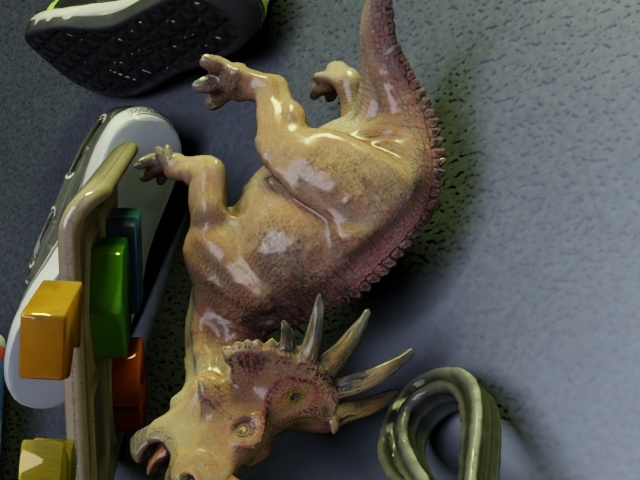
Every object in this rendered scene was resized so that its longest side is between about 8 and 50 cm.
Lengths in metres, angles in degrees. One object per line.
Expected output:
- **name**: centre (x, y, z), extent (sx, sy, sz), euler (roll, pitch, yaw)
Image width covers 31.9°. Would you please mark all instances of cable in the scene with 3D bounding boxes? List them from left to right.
- **cable**: centre (0.051, 0.144, 0.496), extent (0.139, 0.072, 0.287), euler (-33, 27, 35)

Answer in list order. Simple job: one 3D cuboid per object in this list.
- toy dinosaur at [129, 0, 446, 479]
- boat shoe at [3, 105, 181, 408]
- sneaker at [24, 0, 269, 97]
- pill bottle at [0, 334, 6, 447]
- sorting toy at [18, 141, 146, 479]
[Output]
- **toy dinosaur**: centre (0.000, 0.000, 0.637), extent (0.295, 0.127, 0.200), euler (-54, 52, 11)
- **boat shoe**: centre (-0.172, 0.007, 0.808), extent (0.076, 0.080, 0.228), euler (32, 104, 57)
- **sneaker**: centre (-0.115, -0.171, 0.815), extent (0.235, 0.084, 0.097), euler (-3, 54, 38)
- **pill bottle**: centre (-0.304, 0.178, 0.840), extent (0.124, 0.124, 0.221), euler (-10, 73, 37)
- **sorting toy**: centre (-0.122, 0.074, 0.628), extent (0.307, 0.041, 0.229), euler (-113, 27, -77)
